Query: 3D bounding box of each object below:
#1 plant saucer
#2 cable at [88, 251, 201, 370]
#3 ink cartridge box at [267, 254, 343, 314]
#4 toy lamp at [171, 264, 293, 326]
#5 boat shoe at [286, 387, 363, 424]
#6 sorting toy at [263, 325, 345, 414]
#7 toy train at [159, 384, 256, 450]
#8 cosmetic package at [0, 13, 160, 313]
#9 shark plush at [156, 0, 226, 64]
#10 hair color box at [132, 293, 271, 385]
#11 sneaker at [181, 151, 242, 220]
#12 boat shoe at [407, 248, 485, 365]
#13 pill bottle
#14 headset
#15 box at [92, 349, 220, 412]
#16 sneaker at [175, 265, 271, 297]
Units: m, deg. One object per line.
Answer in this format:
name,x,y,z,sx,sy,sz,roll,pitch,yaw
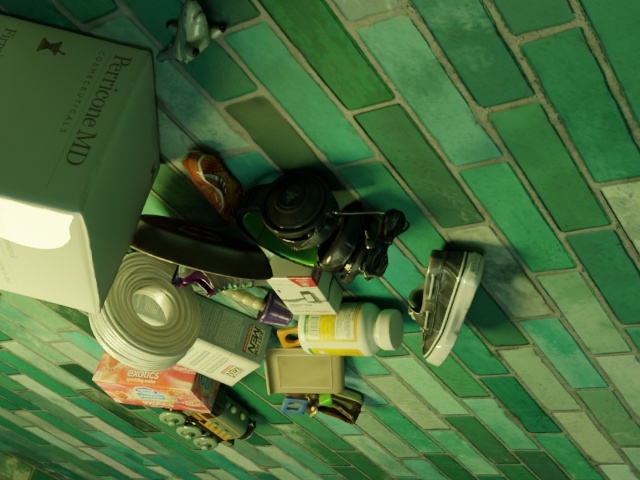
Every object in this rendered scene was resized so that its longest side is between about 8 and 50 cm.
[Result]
plant saucer,-0.234,0.006,1.650,0.311,0.050,0.310,16,-175,-1
cable,-0.373,0.150,1.871,0.257,0.257,0.089,35,132,-21
ink cartridge box,-0.031,0.094,1.817,0.109,0.063,0.150,-2,144,26
toy lamp,-0.189,0.118,1.910,0.275,0.080,0.080,24,147,-12
boat shoe,-0.014,0.418,2.289,0.258,0.095,0.095,17,148,-3
sorting toy,-0.038,0.311,2.146,0.196,0.047,0.347,-3,135,0
toy train,-0.329,0.503,2.531,0.190,0.142,0.334,-14,139,24
cosmetic package,-0.500,-0.132,1.406,0.394,0.329,0.327,14,148,1
shark plush,-0.202,-0.307,1.298,0.067,0.073,0.161,49,160,-14
hair color box,-0.329,0.210,2.080,0.375,0.113,0.185,26,147,-16
sneaker,-0.195,-0.103,1.596,0.067,0.064,0.175,18,149,35
boat shoe,0.234,0.123,1.724,0.119,0.121,0.335,19,138,8
pill bottle,0.068,0.191,1.878,0.209,0.117,0.117,-3,144,26
headset,0.000,0.000,1.541,0.243,0.185,0.394,36,154,-30
box,-0.424,0.347,2.300,0.300,0.154,0.142,3,146,22
sneaker,-0.194,0.085,1.819,0.224,0.098,0.083,15,159,-16
